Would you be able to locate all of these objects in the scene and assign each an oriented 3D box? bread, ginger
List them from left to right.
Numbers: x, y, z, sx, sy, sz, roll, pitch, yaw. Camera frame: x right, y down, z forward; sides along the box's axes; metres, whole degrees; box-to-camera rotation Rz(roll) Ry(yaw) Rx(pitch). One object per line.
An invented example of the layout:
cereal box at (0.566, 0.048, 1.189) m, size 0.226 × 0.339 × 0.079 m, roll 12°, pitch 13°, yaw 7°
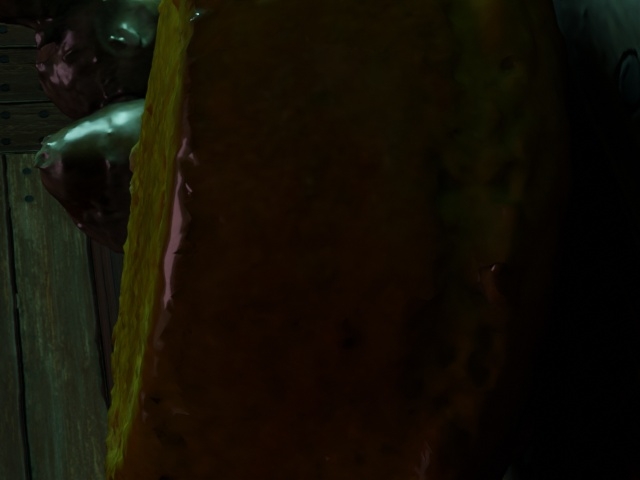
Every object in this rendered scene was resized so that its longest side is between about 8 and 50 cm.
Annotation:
ginger at (-0.170, -0.120, 1.249) m, size 0.176 × 0.256 × 0.375 m, roll -28°, pitch 77°, yaw 37°
bread at (-0.001, 0.000, 0.600) m, size 0.312 × 0.172 × 0.312 m, roll -171°, pitch 90°, yaw -83°
